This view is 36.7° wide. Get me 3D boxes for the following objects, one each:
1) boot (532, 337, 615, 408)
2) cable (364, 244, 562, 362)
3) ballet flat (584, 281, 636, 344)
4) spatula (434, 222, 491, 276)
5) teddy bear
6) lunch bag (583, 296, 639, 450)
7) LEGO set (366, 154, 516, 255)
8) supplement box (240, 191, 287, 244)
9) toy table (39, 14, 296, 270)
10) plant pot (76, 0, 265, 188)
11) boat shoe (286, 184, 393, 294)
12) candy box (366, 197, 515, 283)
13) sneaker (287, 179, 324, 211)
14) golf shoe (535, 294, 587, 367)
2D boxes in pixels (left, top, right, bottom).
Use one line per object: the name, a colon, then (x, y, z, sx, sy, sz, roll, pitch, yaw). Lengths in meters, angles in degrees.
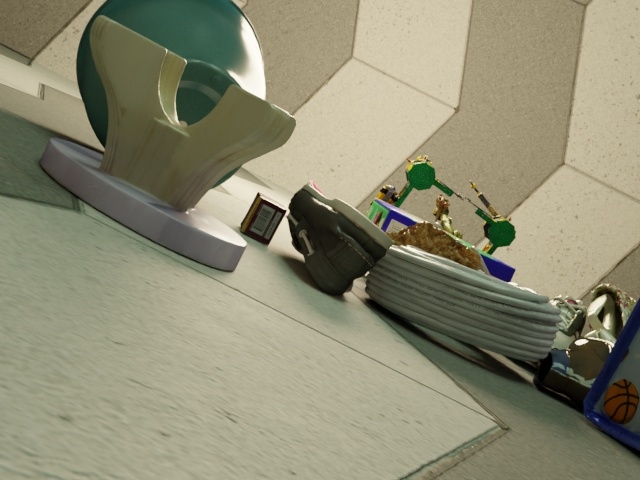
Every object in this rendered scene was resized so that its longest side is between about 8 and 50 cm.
boot: (0.330, 0.158, 1.263, 0.106, 0.082, 0.219, 25, 12, -3)
cable: (0.176, 0.076, 1.229, 0.257, 0.089, 0.257, 19, 2, -18)
ballet flat: (0.412, 0.146, 1.403, 0.077, 0.091, 0.241, 48, 32, -14)
spatula: (0.267, 0.080, 1.640, 0.242, 0.019, 0.168, 58, -8, -31)
teddy bear: (0.163, 0.058, 1.526, 0.245, 0.113, 0.338, 33, -5, -8)
lunch bag: (0.538, 0.111, 1.107, 0.327, 0.385, 0.239, 23, 6, -31)
LEGO set: (0.259, -0.037, 2.170, 0.331, 0.255, 0.192, 27, 9, -6)
supplement box: (-0.077, -0.030, 1.296, 0.043, 0.055, 0.083, 27, 5, -8)
toy table: (-0.149, -0.097, 0.944, 0.274, 0.161, 0.252, 30, 5, 32)
plant pot: (-0.192, -0.193, 1.302, 0.271, 0.272, 0.255, 25, 18, -23)
boat shoe: (0.000, 0.000, 1.224, 0.112, 0.095, 0.335, 42, -3, -10)
candy box: (0.215, 0.032, 1.919, 0.268, 0.122, 0.317, 26, 3, -5)
sneaker: (-0.026, -0.057, 1.970, 0.063, 0.075, 0.170, 44, 18, -29)
golf shoe: (0.345, 0.136, 1.466, 0.105, 0.120, 0.273, 30, 6, 14)
